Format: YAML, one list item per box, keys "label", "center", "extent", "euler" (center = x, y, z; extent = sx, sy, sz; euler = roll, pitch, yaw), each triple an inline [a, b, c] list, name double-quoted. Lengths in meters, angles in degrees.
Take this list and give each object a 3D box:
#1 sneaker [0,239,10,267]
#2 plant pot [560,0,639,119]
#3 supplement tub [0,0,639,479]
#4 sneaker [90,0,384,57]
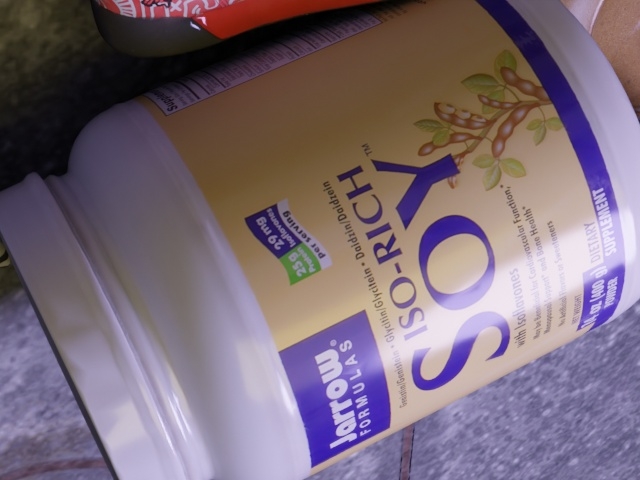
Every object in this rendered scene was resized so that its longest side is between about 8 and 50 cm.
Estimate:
- label: "sneaker"
  center: [-0.225, 0.028, 0.795]
  extent: [0.083, 0.032, 0.037]
  euler: [-38, 141, 3]
- label: "plant pot"
  center: [0.261, -0.177, 0.948]
  extent: [0.236, 0.032, 0.236]
  euler: [-21, 139, -19]
- label: "supplement tub"
  center: [0.000, 0.000, 0.767]
  extent: [0.331, 0.241, 0.241]
  euler: [-26, 140, -13]
- label: "sneaker"
  center: [-0.001, -0.200, 0.686]
  extent: [0.270, 0.090, 0.145]
  euler: [-21, 141, -14]
